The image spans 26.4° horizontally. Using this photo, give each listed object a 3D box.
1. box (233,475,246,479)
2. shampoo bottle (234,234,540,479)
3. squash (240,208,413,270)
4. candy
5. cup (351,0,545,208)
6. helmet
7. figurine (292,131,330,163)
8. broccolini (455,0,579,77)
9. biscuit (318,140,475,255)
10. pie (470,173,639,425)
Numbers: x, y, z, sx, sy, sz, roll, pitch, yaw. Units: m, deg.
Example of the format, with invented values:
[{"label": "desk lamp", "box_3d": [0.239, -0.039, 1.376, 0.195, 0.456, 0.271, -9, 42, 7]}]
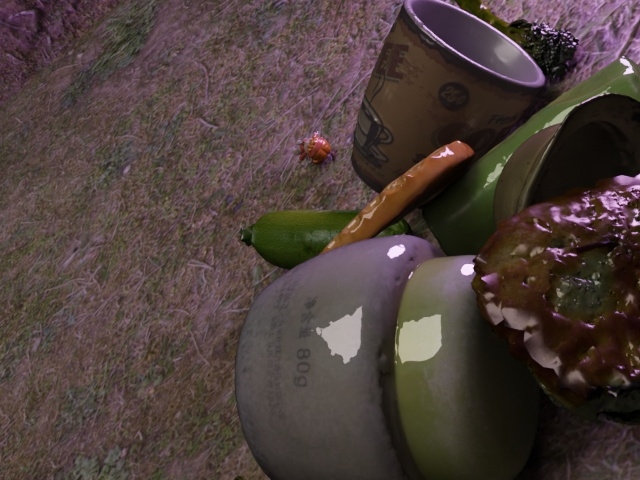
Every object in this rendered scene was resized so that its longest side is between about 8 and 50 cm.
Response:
[{"label": "box", "box_3d": [0.023, 0.368, 1.554, 0.043, 0.173, 0.311, -55, 32, -12]}, {"label": "shampoo bottle", "box_3d": [0.072, 0.157, 1.563, 0.317, 0.322, 0.323, -6, 48, 24]}, {"label": "squash", "box_3d": [0.000, 0.000, 2.069, 0.378, 0.101, 0.101, 4, 59, 49]}, {"label": "candy", "box_3d": [0.288, -0.095, 1.762, 0.343, 0.142, 0.132, -37, 21, 18]}, {"label": "cup", "box_3d": [0.170, -0.198, 1.984, 0.257, 0.227, 0.301, -57, -9, 27]}, {"label": "helmet", "box_3d": [0.279, -0.062, 1.632, 0.137, 0.204, 0.258, 27, 110, 50]}, {"label": "figurine", "box_3d": [-0.016, -0.157, 2.318, 0.064, 0.047, 0.109, -62, 23, -7]}, {"label": "broccolini", "box_3d": [0.297, -0.344, 2.114, 0.392, 0.073, 0.079, -118, 29, -59]}, {"label": "biscuit", "box_3d": [0.095, -0.044, 1.745, 0.309, 0.040, 0.204, -38, -6, -33]}, {"label": "pie", "box_3d": [0.336, 0.052, 1.444, 0.354, 0.103, 0.288, -8, 51, -7]}]
